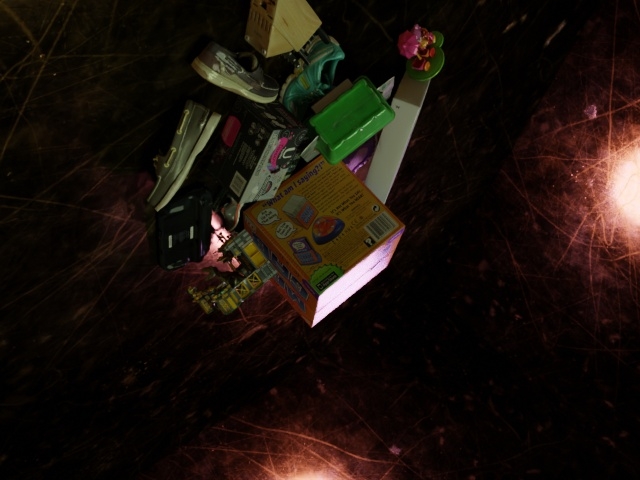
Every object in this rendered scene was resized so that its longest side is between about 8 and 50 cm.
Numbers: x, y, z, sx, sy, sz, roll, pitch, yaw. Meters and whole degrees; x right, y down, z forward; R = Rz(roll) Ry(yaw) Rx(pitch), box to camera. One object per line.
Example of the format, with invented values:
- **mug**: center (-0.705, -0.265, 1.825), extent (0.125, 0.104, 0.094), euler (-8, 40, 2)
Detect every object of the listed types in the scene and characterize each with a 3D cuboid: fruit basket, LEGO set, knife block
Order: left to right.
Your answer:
- **LEGO set**: center (-0.298, 0.086, 2.112), extent (0.255, 0.192, 0.331), euler (-38, -170, -14)
- **knife block**: center (-0.057, -0.542, 1.673), extent (0.242, 0.088, 0.275), euler (-29, 152, -35)
- **fruit basket**: center (0.071, -0.346, 2.008), extent (0.327, 0.165, 0.353), euler (-38, -174, 4)

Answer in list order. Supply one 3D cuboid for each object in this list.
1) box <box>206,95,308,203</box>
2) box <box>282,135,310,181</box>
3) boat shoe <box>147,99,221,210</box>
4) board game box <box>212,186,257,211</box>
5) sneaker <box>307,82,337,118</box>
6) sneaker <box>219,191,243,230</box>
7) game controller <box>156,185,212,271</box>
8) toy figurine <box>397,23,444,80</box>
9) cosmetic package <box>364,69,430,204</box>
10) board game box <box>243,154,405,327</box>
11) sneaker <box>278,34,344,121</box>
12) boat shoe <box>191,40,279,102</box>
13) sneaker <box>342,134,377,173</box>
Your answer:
- **box**: center (-0.170, -0.245, 1.878), extent (0.142, 0.163, 0.247), euler (-15, 143, -48)
- **box**: center (-0.122, -0.244, 2.057), extent (0.191, 0.045, 0.184), euler (-26, 155, -53)
- **boat shoe**: center (-0.357, -0.208, 1.722), extent (0.305, 0.091, 0.109), euler (-53, -167, 23)
- **board game box**: center (-0.238, -0.142, 2.111), extent (0.186, 0.026, 0.126), euler (-5, 135, -57)
- **sneaker**: center (0.005, -0.393, 2.060), extent (0.073, 0.063, 0.162), euler (-15, 142, -45)
- **sneaker**: center (-0.273, -0.093, 2.054), extent (0.065, 0.061, 0.157), euler (2, 134, -24)
- **game controller**: center (-0.394, -0.028, 2.018), extent (0.167, 0.067, 0.319), euler (-17, 146, -23)
- **toy figurine**: center (0.306, -0.611, 2.169), extent (0.159, 0.130, 0.173), euler (27, 84, -57)
- **cosmetic package**: center (0.247, -0.341, 2.305), extent (0.284, 0.098, 0.377), euler (-61, 171, -54)
- **board game box**: center (0.000, 0.000, 2.270), extent (0.357, 0.356, 0.356), euler (-38, 165, -17)
- **sneaker**: center (-0.027, -0.424, 1.893), extent (0.107, 0.110, 0.275), euler (-17, 145, -49)
- **boat shoe**: center (-0.183, -0.406, 1.673), extent (0.092, 0.102, 0.285), euler (-50, 151, 22)
- **sneaker**: center (0.099, -0.287, 2.367), extent (0.105, 0.095, 0.236), euler (8, 125, -53)
